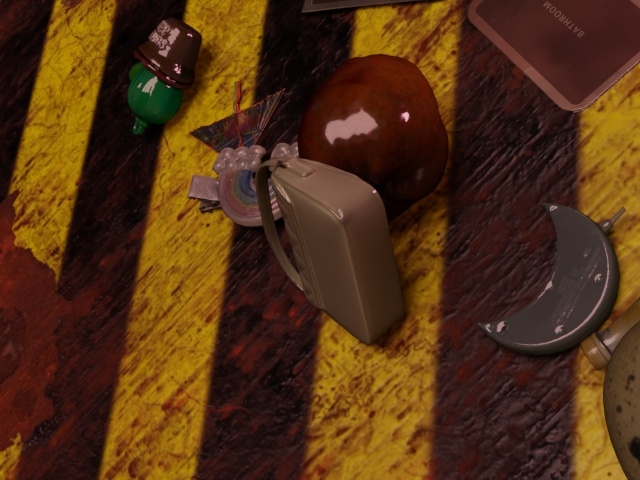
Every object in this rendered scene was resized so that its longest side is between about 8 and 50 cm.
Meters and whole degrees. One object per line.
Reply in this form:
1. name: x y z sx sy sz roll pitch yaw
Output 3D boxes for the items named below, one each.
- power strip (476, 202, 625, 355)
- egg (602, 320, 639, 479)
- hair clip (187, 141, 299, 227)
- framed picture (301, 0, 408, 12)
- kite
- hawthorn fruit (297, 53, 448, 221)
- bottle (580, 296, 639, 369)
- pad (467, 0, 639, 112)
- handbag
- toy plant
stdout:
1. power strip: 0.288 0.043 1.129 0.137 0.044 0.216 29 87 37
2. egg: 0.370 0.175 0.940 0.177 0.177 0.228 4 89 33
3. hair clip: -0.099 -0.080 1.430 0.220 0.054 0.140 -2 62 28
4. framed picture: 0.099 -0.450 1.484 0.252 0.014 0.197 3 71 33
5. kite: -0.134 -0.189 1.518 0.190 0.010 0.159 -21 59 22
6. hawthorn fruit: 0.064 -0.152 1.269 0.208 0.208 0.248 -22 47 23
7. bottle: 0.404 0.054 1.030 0.270 0.083 0.083 -38 54 17
8. pad: 0.327 -0.300 1.282 0.176 0.002 0.266 -42 53 10
9. handbag: 0.000 0.000 1.217 0.079 0.256 0.219 -38 46 -25
10. toy plant: -0.274 -0.273 1.589 0.200 0.105 0.143 -57 43 13
